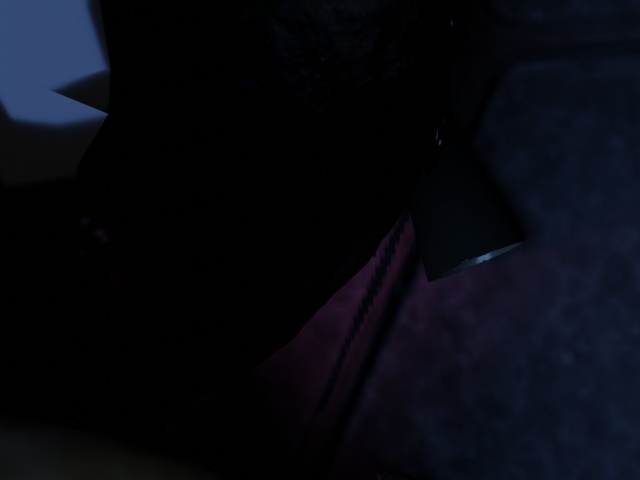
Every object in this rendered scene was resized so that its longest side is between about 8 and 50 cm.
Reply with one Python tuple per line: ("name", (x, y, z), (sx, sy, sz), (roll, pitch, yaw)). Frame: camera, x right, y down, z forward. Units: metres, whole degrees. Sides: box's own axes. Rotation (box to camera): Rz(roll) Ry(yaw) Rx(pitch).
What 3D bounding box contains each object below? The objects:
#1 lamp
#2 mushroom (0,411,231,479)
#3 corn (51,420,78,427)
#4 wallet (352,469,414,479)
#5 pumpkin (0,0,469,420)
("lamp", (0.001, -0.001, 0.541), (0.121, 0.041, 0.054), (-25, 83, 24))
("mushroom", (-0.127, 0.203, 0.479), (0.217, 0.212, 0.292), (5, 138, 13))
("corn", (-0.149, 0.151, 0.616), (0.080, 0.080, 0.231), (36, 114, 13))
("wallet", (0.063, 0.197, 0.538), (0.241, 0.067, 0.141), (41, 113, 12))
("pumpkin", (-0.070, -0.062, 0.465), (0.233, 0.163, 0.233), (17, 113, 49))
